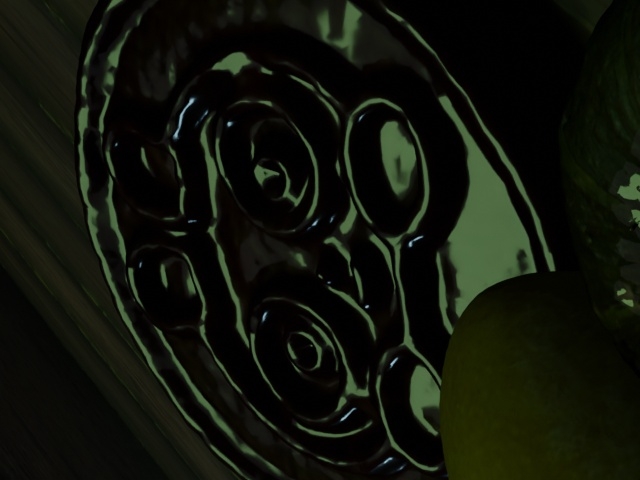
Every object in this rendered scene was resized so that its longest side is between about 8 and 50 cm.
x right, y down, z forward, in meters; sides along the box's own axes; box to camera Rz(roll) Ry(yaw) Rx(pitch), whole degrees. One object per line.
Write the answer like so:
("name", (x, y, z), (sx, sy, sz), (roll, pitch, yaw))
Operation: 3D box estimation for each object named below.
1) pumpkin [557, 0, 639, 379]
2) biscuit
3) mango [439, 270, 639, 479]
("pumpkin", (0.182, -0.012, 0.513), (0.224, 0.157, 0.223), (32, 135, 37))
("biscuit", (0.000, 0.000, 0.911), (0.407, 0.091, 0.407), (25, 129, 35))
("mango", (0.202, 0.152, 0.648), (0.384, 0.221, 0.199), (46, 152, 14))
